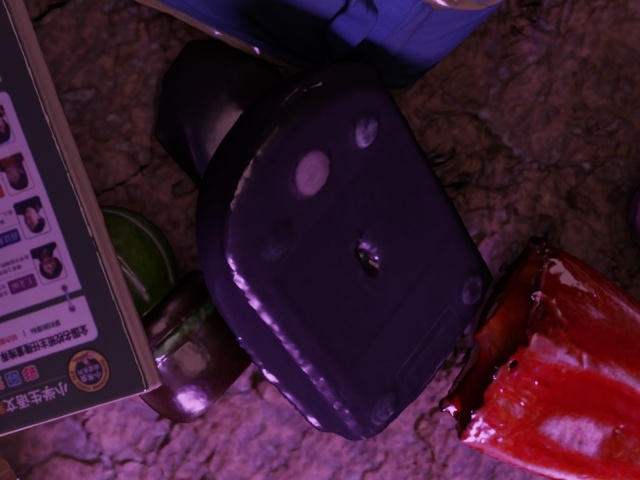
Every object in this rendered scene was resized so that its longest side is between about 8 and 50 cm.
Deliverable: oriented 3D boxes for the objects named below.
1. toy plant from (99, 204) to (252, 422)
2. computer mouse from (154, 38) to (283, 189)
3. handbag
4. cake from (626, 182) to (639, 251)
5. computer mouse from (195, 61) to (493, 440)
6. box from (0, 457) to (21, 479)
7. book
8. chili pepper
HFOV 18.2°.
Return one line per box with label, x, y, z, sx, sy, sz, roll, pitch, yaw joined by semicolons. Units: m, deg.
toy plant;-0.121;0.041;1.321;0.162;0.093;0.093;44;85;-4
computer mouse;-0.044;-0.060;1.346;0.099;0.057;0.172;-31;98;-15
handbag;0.012;-0.229;1.247;0.263;0.241;0.222;24;76;-11
cake;0.391;-0.037;1.325;0.309;0.230;0.237;-40;94;-13
computer mouse;0.000;0.000;1.291;0.170;0.100;0.269;-49;135;-17
box;-0.230;0.221;1.303;0.111;0.111;0.177;-24;95;-8
book;-0.232;-0.003;1.282;0.202;0.027;0.264;-18;95;24
chili pepper;0.208;0.118;1.373;0.252;0.136;0.144;30;52;-17
